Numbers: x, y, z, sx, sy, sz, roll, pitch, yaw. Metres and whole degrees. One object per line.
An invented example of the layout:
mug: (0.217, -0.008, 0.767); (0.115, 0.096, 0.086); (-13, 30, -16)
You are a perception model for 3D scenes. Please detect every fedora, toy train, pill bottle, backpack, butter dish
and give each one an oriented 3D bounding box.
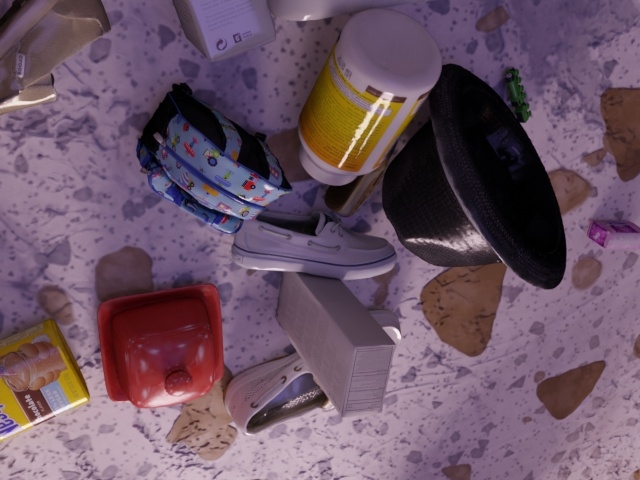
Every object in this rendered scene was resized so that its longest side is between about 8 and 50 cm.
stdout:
fedora: (0.177, -0.057, 1.080); (0.152, 0.334, 0.334); (-28, 128, 28)
toy train: (0.267, -0.196, 1.172); (0.024, 0.017, 0.083); (-49, 128, -29)
pill bottle: (0.046, -0.155, 0.997); (0.117, 0.117, 0.215); (-1, 151, -23)
backpack: (-0.118, -0.079, 0.976); (0.158, 0.173, 0.117); (31, 100, -33)
butter dish: (-0.191, 0.152, 1.093); (0.159, 0.118, 0.160); (-9, 118, -18)

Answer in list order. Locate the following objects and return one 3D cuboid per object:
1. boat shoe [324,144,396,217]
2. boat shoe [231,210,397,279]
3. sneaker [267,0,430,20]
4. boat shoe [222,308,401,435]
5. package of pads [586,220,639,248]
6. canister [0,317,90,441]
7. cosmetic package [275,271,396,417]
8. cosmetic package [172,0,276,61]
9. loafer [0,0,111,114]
boat shoe: (0.057, -0.090, 1.123); (0.135, 0.050, 0.045); (-52, 144, -3)
boat shoe: (0.000, 0.000, 1.119); (0.226, 0.083, 0.076); (0, 116, -23)
sneaker: (0.071, -0.384, 0.930); (0.322, 0.130, 0.236); (-15, 124, -9)
boat shoe: (0.004, 0.194, 1.210); (0.277, 0.096, 0.098); (-28, 122, -8)
package of pads: (0.459, -0.009, 1.332); (0.083, 0.050, 0.032); (1, 114, -24)
canister: (-0.382, 0.180, 1.052); (0.170, 0.073, 0.126); (-24, 122, -13)
cosmetic package: (0.013, 0.112, 1.088); (0.060, 0.239, 0.099); (0, 115, -24)
cosmetic package: (-0.128, -0.314, 0.890); (0.085, 0.117, 0.231); (-23, 123, -12)
loafer: (-0.319, -0.167, 0.889); (0.268, 0.102, 0.092); (-45, 117, 2)
